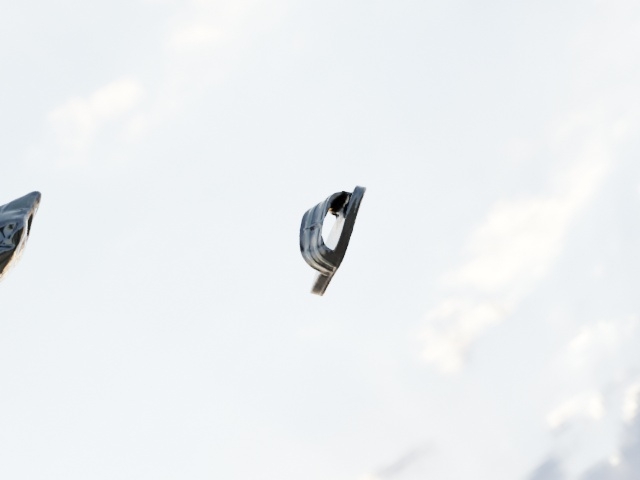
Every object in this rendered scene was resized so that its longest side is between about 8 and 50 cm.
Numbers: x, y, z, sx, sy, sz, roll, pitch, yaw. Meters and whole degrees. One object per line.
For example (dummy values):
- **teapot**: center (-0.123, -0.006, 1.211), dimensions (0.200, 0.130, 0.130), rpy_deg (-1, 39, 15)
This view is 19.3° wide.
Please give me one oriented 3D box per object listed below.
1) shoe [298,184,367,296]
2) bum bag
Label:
- **shoe**: center (0.000, 0.000, 1.820), dimensions (0.179, 0.049, 0.071), rpy_deg (115, 173, -63)
- **bum bag**: center (-0.392, 0.042, 1.958), dimensions (0.340, 0.095, 0.144), rpy_deg (-29, 17, 49)
